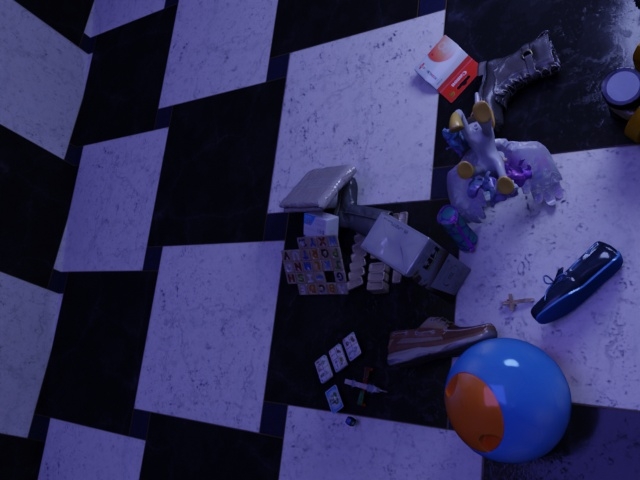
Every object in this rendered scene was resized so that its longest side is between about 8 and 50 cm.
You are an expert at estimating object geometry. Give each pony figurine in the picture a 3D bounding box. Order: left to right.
[{"bbox_3d":[0.443,-0.210,1.593,0.302,0.363,0.351,-17,99,23],"label":"pony figurine"}]

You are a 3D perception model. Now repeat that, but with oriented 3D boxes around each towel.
[{"bbox_3d":[-0.012,-0.166,2.022,0.187,0.049,0.282,-51,25,-19],"label":"towel"}]

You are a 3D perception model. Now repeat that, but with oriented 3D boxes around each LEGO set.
[{"bbox_3d":[0.091,0.429,1.856,0.182,0.060,0.244,-43,47,25],"label":"LEGO set"}]

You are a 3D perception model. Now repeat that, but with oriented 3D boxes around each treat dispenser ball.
[{"bbox_3d":[0.439,0.375,1.449,0.288,0.288,0.288,-12,69,33],"label":"treat dispenser ball"}]

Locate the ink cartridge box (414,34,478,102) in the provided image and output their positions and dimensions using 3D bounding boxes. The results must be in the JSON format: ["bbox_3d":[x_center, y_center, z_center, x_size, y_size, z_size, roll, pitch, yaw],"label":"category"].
[{"bbox_3d":[0.399,-0.540,1.926,0.145,0.045,0.179,-47,51,16],"label":"ink cartridge box"}]

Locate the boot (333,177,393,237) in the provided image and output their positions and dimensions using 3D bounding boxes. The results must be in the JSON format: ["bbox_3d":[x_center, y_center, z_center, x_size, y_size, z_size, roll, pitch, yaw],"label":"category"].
[{"bbox_3d":[0.141,-0.102,1.946,0.208,0.076,0.190,14,93,49],"label":"boot"}]

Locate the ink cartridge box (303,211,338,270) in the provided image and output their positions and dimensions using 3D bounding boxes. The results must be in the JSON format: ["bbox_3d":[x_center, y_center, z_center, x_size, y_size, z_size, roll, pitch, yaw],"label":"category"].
[{"bbox_3d":[0.000,0.000,2.011,0.104,0.060,0.180,20,117,39],"label":"ink cartridge box"}]

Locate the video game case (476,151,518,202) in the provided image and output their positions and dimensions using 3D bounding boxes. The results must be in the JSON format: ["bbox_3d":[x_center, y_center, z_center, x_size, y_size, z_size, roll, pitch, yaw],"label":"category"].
[{"bbox_3d":[0.475,-0.179,1.769,0.157,0.019,0.143,-26,61,28],"label":"video game case"}]

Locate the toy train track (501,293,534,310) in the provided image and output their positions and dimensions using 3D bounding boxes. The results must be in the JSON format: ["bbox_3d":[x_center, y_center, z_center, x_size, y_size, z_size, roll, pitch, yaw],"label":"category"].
[{"bbox_3d":[0.525,0.164,1.627,0.083,0.014,0.048,-11,62,28],"label":"toy train track"}]

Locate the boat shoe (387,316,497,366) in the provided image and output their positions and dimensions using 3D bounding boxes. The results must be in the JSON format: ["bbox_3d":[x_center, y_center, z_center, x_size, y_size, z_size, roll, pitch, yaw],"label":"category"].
[{"bbox_3d":[0.320,0.263,1.681,0.324,0.123,0.116,-19,63,29],"label":"boat shoe"}]

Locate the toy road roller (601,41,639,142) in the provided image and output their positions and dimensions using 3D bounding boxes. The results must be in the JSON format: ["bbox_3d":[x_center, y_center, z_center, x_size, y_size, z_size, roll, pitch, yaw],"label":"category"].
[{"bbox_3d":[0.850,-0.376,1.448,0.240,0.202,0.329,45,109,24],"label":"toy road roller"}]

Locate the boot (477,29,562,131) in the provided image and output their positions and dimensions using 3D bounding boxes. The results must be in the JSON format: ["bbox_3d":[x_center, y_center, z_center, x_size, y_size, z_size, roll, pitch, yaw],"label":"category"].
[{"bbox_3d":[0.569,-0.456,1.742,0.229,0.091,0.263,-15,65,33],"label":"boot"}]

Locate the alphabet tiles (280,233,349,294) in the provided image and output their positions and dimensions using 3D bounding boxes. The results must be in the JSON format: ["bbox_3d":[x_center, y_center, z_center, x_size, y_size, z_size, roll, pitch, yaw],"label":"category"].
[{"bbox_3d":[-0.025,0.083,2.001,0.237,0.009,0.198,-5,103,35],"label":"alphabet tiles"}]

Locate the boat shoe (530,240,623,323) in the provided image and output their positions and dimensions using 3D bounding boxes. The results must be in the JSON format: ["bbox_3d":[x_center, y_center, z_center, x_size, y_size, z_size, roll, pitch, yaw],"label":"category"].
[{"bbox_3d":[0.627,0.107,1.529,0.258,0.109,0.089,-37,48,2],"label":"boat shoe"}]

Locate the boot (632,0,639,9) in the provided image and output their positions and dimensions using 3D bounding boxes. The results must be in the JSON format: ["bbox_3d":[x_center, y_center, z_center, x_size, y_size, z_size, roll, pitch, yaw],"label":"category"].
[{"bbox_3d":[0.928,-0.705,1.552,0.207,0.094,0.246,18,93,35],"label":"boot"}]

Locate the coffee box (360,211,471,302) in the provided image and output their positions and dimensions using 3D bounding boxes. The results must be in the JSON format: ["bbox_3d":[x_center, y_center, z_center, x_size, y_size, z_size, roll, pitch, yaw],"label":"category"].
[{"bbox_3d":[0.266,0.050,1.673,0.168,0.297,0.119,34,93,39],"label":"coffee box"}]

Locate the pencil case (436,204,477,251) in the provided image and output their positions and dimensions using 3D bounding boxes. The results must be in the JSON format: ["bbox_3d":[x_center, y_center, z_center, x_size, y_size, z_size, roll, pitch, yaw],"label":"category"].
[{"bbox_3d":[0.381,-0.032,1.706,0.064,0.151,0.070,-39,41,9],"label":"pencil case"}]

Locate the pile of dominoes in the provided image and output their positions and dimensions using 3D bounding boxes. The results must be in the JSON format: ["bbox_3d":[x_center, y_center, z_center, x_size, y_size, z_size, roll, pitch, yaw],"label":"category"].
[{"bbox_3d":[0.184,0.042,1.918,0.196,0.040,0.251,-7,63,37],"label":"pile of dominoes"}]
